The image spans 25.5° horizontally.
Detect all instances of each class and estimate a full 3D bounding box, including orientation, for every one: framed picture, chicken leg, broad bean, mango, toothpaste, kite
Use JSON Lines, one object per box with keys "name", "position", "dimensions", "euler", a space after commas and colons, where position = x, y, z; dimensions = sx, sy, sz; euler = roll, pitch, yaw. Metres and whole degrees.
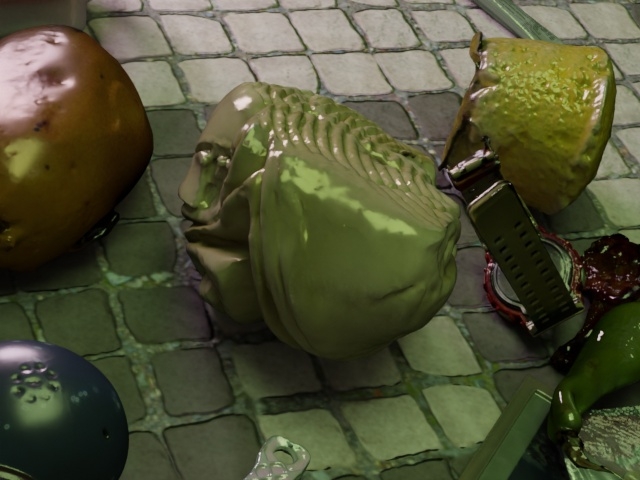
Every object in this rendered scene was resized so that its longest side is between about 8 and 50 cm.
{"name": "framed picture", "position": [0.263, 0.253, 1.259], "dimensions": [0.281, 0.019, 0.209], "euler": [29, 43, 12]}
{"name": "chicken leg", "position": [0.290, 0.061, 1.451], "dimensions": [0.093, 0.053, 0.205], "euler": [4, 34, 13]}
{"name": "broad bean", "position": [0.292, 0.115, 1.335], "dimensions": [0.098, 0.056, 0.318], "euler": [23, 43, 16]}
{"name": "mango", "position": [-0.269, -0.088, 1.336], "dimensions": [0.201, 0.153, 0.287], "euler": [10, 40, 3]}
{"name": "toothpaste", "position": [0.238, -0.293, 1.820], "dimensions": [0.048, 0.029, 0.197], "euler": [-31, 64, -37]}
{"name": "kite", "position": [0.394, 0.201, 1.297], "dimensions": [0.360, 0.022, 0.204], "euler": [-14, 54, -20]}

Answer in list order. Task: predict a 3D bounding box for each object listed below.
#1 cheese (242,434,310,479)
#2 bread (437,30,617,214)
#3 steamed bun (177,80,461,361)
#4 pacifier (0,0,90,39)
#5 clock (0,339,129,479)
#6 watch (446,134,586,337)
{"name": "cheese", "position": [-0.068, 0.238, 1.127], "dimensions": [0.137, 0.064, 0.227], "euler": [27, 41, 7]}
{"name": "bread", "position": [0.228, -0.130, 1.523], "dimensions": [0.170, 0.197, 0.197], "euler": [15, 42, 3]}
{"name": "steamed bun", "position": [-0.002, 0.000, 1.302], "dimensions": [0.289, 0.203, 0.276], "euler": [38, 21, 27]}
{"name": "pacifier", "position": [-0.336, -0.317, 1.512], "dimensions": [0.332, 0.273, 0.220], "euler": [-11, 66, -28]}
{"name": "clock", "position": [-0.233, 0.189, 1.067], "dimensions": [0.199, 0.147, 0.243], "euler": [13, 50, 0]}
{"name": "watch", "position": [0.175, -0.012, 1.338], "dimensions": [0.102, 0.268, 0.165], "euler": [-30, 47, 6]}
